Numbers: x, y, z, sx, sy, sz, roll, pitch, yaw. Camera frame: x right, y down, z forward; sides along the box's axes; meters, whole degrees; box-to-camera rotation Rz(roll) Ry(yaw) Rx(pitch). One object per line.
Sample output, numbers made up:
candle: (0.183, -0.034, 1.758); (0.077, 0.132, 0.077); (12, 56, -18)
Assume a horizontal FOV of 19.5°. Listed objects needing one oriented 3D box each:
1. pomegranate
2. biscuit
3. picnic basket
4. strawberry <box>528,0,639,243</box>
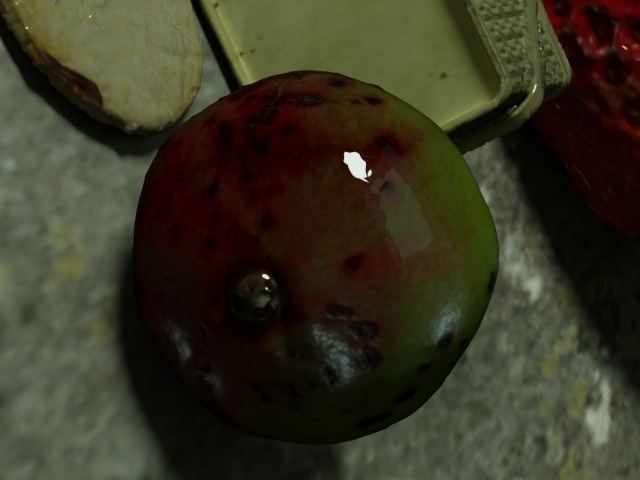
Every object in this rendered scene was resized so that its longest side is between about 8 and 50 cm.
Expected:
pomegranate: (-0.001, -0.006, 0.659); (0.129, 0.129, 0.159); (47, 27, -28)
biscuit: (-0.084, -0.094, 0.698); (0.120, 0.015, 0.120); (37, 40, -39)
picnic basket: (0.019, -0.106, 0.770); (0.079, 0.115, 0.164); (-20, 86, -62)
strawberry: (0.195, -0.128, 0.979); (0.238, 0.250, 0.288); (-37, 75, -19)
